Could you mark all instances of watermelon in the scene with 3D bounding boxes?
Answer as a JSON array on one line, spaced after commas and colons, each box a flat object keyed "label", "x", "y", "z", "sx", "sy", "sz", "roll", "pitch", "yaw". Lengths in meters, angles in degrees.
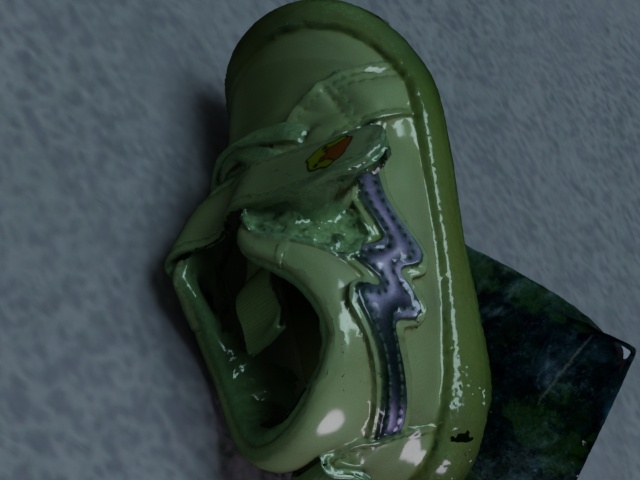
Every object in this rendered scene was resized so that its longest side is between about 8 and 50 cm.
[{"label": "watermelon", "x": 0.070, "y": 0.090, "z": 0.835, "sx": 0.207, "sy": 0.136, "sz": 0.202, "roll": 48, "pitch": -13, "yaw": 33}]

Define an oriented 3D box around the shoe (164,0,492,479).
[{"label": "shoe", "x": 0.006, "y": 0.000, "z": 0.740, "sx": 0.128, "sy": 0.140, "sz": 0.262, "roll": 9, "pitch": 61, "yaw": -52}]
